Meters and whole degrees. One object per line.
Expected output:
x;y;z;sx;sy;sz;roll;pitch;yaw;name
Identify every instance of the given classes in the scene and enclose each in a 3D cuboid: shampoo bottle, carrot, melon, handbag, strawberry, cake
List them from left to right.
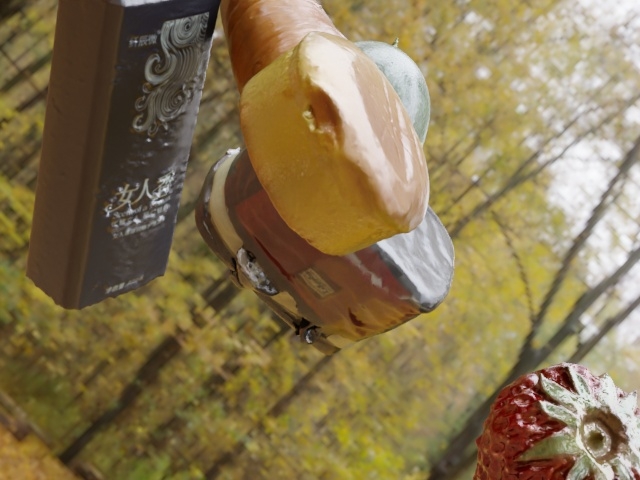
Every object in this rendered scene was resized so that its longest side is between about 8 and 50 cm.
-0.125;-0.102;0.808;0.071;0.098;0.309;39;-51;33;shampoo bottle
-0.011;-0.094;0.756;0.087;0.087;0.193;55;10;-35;carrot
0.000;0.000;1.300;0.181;0.181;0.254;-28;-60;34;handbag
0.008;-0.037;0.472;0.084;0.044;0.084;48;27;-35;cake
0.039;-0.133;1.570;0.182;0.287;0.182;23;-10;4;melon
0.249;0.252;1.366;0.205;0.205;0.244;44;-35;8;strawberry
